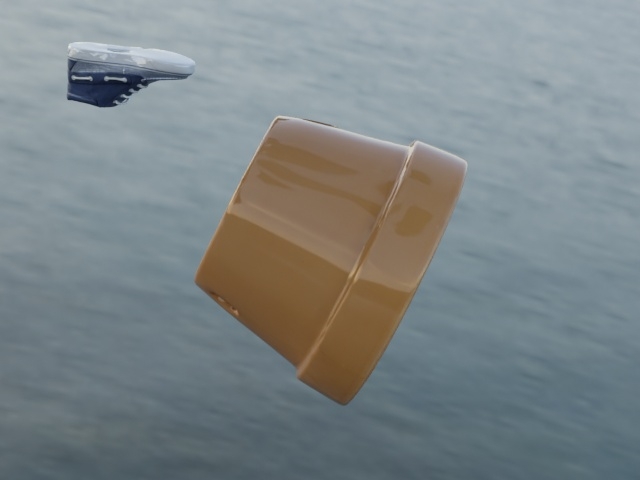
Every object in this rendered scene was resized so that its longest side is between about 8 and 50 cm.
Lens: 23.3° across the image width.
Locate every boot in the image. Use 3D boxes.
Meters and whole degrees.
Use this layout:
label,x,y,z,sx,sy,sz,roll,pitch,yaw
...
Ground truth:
label,x,y,z,sx,sy,sz,roll,pitch,yaw
boot,-0.279,-0.236,2.279,0.190,0.086,0.069,8,20,6

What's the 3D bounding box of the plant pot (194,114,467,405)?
label,x,y,z,sx,sy,sz,roll,pitch,yaw
plant pot,0.000,0.000,1.627,0.203,0.291,0.291,27,16,-3
